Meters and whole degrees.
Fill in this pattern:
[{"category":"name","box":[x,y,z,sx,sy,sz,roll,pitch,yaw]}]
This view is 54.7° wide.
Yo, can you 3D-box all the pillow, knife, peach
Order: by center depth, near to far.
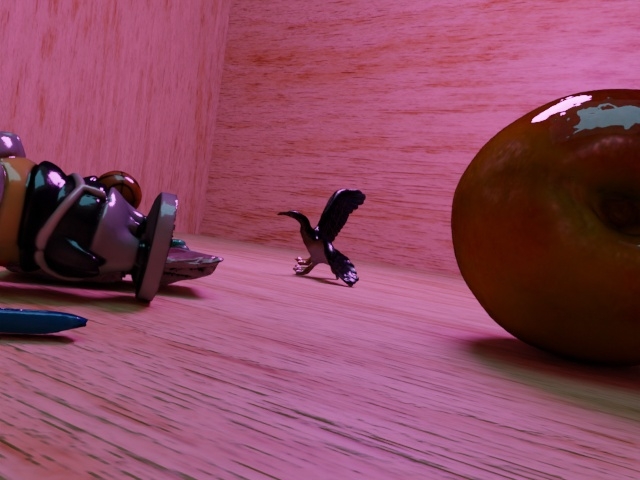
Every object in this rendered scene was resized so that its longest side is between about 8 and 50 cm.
[{"category":"knife","box":[-0.299,0.039,0.378,0.296,0.026,0.044,7,-11,-26]},{"category":"peach","box":[0.294,-0.005,0.676,0.308,0.308,0.332,8,-13,7]},{"category":"pillow","box":[-0.253,0.031,0.769,0.248,0.049,0.135,3,1,-22]}]

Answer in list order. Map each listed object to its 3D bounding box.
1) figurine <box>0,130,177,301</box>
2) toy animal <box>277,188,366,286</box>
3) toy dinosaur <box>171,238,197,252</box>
[{"category":"figurine","box":[-0.275,-0.028,0.634,0.236,0.133,0.176,13,30,-20]},{"category":"toy animal","box":[-0.011,0.009,1.319,0.197,0.160,0.272,14,37,-13]},{"category":"toy dinosaur","box":[-0.248,0.026,1.120,0.096,0.059,0.132,13,-10,-21]}]
